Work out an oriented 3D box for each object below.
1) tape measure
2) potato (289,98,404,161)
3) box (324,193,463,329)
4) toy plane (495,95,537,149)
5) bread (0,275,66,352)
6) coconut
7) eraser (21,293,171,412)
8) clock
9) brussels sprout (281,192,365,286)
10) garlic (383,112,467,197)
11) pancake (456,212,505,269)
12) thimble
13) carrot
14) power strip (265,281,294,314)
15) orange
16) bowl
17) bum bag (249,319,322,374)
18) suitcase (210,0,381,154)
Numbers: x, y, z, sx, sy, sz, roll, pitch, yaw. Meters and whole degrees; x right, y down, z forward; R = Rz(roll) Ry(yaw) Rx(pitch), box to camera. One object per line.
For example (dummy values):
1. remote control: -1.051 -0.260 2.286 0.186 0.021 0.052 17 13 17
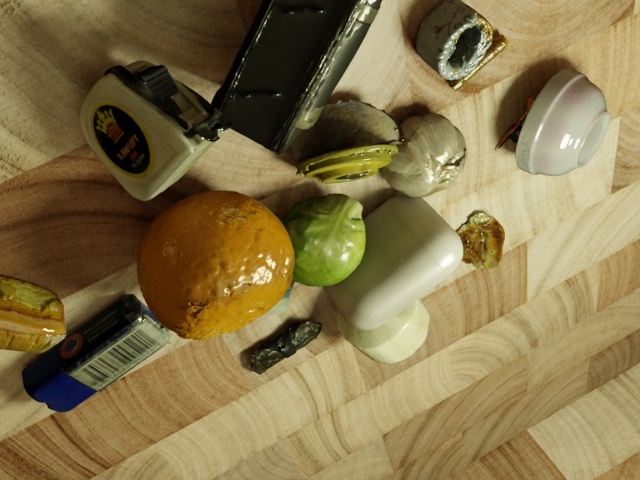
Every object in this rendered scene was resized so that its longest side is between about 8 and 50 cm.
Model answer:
1. tape measure: -0.305 -0.223 1.210 0.271 0.231 0.133 -29 -169 49
2. potato: 0.049 -0.253 1.544 0.261 0.100 0.120 -9 93 -7
3. box: 0.169 0.049 1.715 0.349 0.289 0.141 -38 131 3
4. toy plane: 0.542 -0.304 1.806 0.135 0.062 0.188 -11 139 -55
5. bread: -0.672 0.148 1.378 0.288 0.152 0.119 19 121 -41
6. coconut: 0.171 0.211 1.897 0.237 0.237 0.266 -41 135 6
7. eraser: -0.527 0.272 1.614 0.332 0.101 0.155 -35 139 1
8. clock: 0.064 -0.165 1.529 0.237 0.237 0.057 -9 88 -26
9. brussels sprout: 0.000 0.000 1.624 0.244 0.244 0.244 -17 134 -19
10. garlic: 0.261 -0.200 1.657 0.228 0.152 0.228 -15 137 -15
11. pancake: 0.454 0.030 2.047 0.244 0.057 0.266 -22 136 -13
12. thimble: 0.291 -0.443 1.487 0.127 0.118 0.151 26 111 -43
13. carrot: 0.375 -0.424 1.615 0.170 0.042 0.042 -43 137 12
14. power strip: -0.113 0.121 1.789 0.081 0.035 0.192 -6 129 -28
15. orange: -0.228 0.043 1.450 0.340 0.293 0.340 -27 163 -9
16. bowl: 0.647 -0.287 1.761 0.287 0.144 0.287 -36 145 -31
17. bum bag: -0.102 0.300 1.926 0.248 0.069 0.102 -37 160 2
18. suitcase: -0.029 -0.375 1.229 0.194 0.283 0.434 29 113 -9
